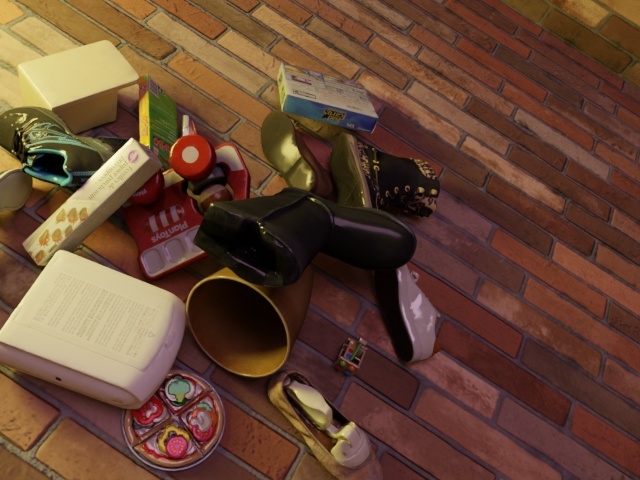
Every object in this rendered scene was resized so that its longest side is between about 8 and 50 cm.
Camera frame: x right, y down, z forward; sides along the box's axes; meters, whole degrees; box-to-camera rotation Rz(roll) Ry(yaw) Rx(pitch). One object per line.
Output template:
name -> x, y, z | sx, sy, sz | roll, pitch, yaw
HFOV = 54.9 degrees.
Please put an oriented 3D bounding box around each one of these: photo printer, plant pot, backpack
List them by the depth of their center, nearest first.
photo printer -> -0.430, 0.177, 1.212 | 0.308, 0.107, 0.256 | 22, 46, -7
plant pot -> -0.119, 0.126, 1.333 | 0.237, 0.237, 0.254 | 38, 34, 5
backpack -> -0.484, -0.187, 1.459 | 0.114, 0.084, 0.105 | 7, 53, -26

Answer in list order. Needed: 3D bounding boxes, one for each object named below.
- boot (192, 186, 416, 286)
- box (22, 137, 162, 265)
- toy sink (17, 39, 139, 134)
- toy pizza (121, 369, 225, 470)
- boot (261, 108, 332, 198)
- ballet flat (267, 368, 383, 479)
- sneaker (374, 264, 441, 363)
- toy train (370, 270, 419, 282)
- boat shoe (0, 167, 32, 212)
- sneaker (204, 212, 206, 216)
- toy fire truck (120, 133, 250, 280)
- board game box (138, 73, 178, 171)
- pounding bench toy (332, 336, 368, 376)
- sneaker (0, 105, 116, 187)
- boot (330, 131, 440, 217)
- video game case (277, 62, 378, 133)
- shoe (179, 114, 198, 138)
boot -> -0.002, 0.000, 1.262 | 0.367, 0.146, 0.445 | 16, 10, 11
box -> -0.472, -0.074, 1.278 | 0.324, 0.067, 0.063 | -43, 78, 5
toy sink -> -0.586, -0.368, 1.512 | 0.234, 0.131, 0.153 | -32, 74, -33
toy pizza -> -0.285, 0.347, 1.212 | 0.201, 0.032, 0.201 | 11, 54, -15
boot -> -0.067, -0.228, 1.676 | 0.115, 0.112, 0.305 | 15, 40, -52
ballet flat -> 0.016, 0.386, 1.264 | 0.316, 0.106, 0.107 | 41, 52, 7
sneaker -> 0.218, 0.150, 1.514 | 0.123, 0.106, 0.290 | -5, 75, -31
toy train -> 0.183, 0.056, 1.598 | 0.166, 0.046, 0.125 | 43, 52, 9
boat shoe -> -0.691, -0.087, 1.278 | 0.079, 0.095, 0.254 | 4, 31, 7
sneaker -> -0.253, -0.092, 1.497 | 0.065, 0.076, 0.166 | 6, 56, -20
toy fire truck -> -0.291, -0.075, 1.377 | 0.302, 0.169, 0.253 | -24, 81, 0
board game box -> -0.403, -0.283, 1.544 | 0.039, 0.124, 0.259 | -23, 57, 14
pounding bench toy -> 0.070, 0.260, 1.387 | 0.052, 0.083, 0.065 | 30, 51, -1
sneaker -> -0.604, -0.205, 1.334 | 0.341, 0.125, 0.140 | 21, 24, 20
boot -> 0.184, -0.113, 1.639 | 0.284, 0.138, 0.377 | 11, 46, -25
video game case -> 0.015, -0.415, 1.791 | 0.270, 0.061, 0.244 | 12, 34, -15
shoe -> -0.316, -0.241, 1.585 | 0.081, 0.063, 0.178 | 3, 62, -23
